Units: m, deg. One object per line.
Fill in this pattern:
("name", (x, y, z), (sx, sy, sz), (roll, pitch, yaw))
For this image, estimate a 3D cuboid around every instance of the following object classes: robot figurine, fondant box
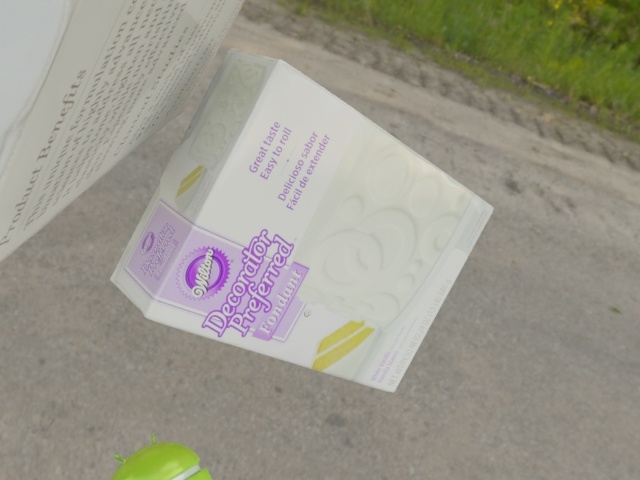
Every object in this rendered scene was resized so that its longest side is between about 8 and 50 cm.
("robot figurine", (-0.095, 0.183, 0.443), (0.115, 0.067, 0.101), (60, 14, 9))
("fondant box", (0.000, 0.000, 0.679), (0.330, 0.238, 0.096), (26, 3, -39))

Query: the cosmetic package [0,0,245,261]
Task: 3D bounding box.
("cosmetic package", (-0.222, -0.244, 0.445), (0.327, 0.329, 0.393), (33, 26, -7))
